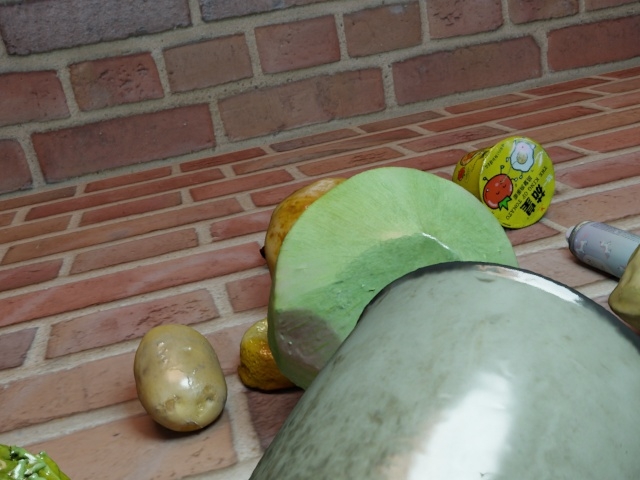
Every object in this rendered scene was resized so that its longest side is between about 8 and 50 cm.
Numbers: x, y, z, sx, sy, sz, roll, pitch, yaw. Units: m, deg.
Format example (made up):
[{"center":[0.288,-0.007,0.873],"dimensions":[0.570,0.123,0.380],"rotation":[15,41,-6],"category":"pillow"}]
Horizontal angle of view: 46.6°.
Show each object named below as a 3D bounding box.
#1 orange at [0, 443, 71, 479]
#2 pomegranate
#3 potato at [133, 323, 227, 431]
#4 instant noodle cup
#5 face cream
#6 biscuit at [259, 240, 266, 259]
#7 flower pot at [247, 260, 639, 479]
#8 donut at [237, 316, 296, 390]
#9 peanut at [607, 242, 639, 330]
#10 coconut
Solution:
[{"center":[-0.341,0.286,0.607],"dimensions":[0.300,0.223,0.301],"rotation":[-1,20,41],"category":"orange"},{"center":[0.019,0.008,1.244],"dimensions":[0.248,0.248,0.248],"rotation":[-9,18,3],"category":"pomegranate"},{"center":[-0.191,0.185,1.003],"dimensions":[0.109,0.118,0.178],"rotation":[-44,34,6],"category":"potato"},{"center":[0.364,-0.120,1.528],"dimensions":[0.182,0.182,0.144],"rotation":[-17,11,-20],"category":"instant noodle cup"},{"center":[0.478,0.019,1.192],"dimensions":[0.075,0.075,0.229],"rotation":[-15,19,-14],"category":"face cream"},{"center":[-0.006,-0.001,1.528],"dimensions":[0.151,0.063,0.235],"rotation":[19,27,34],"category":"biscuit"},{"center":[0.073,0.211,0.509],"dimensions":[0.293,0.294,0.330],"rotation":[3,26,34],"category":"flower pot"},{"center":[-0.037,0.152,1.081],"dimensions":[0.178,0.066,0.162],"rotation":[-13,19,-12],"category":"donut"},{"center":[0.552,0.028,0.990],"dimensions":[0.387,0.170,0.192],"rotation":[-21,30,-18],"category":"peanut"},{"center":[0.083,0.064,0.894],"dimensions":[0.328,0.281,0.328],"rotation":[0,-24,0],"category":"coconut"}]
